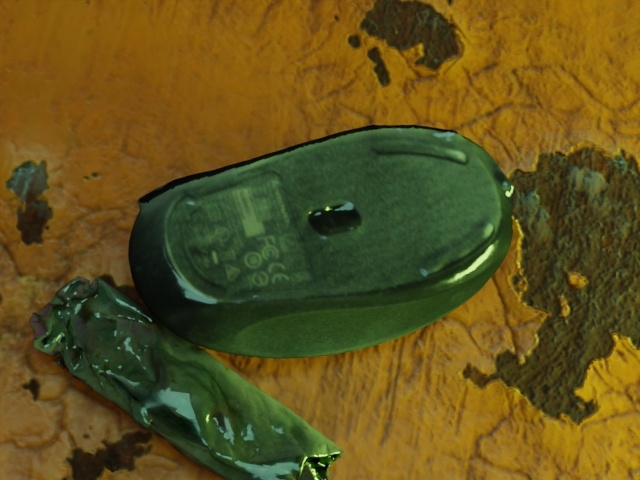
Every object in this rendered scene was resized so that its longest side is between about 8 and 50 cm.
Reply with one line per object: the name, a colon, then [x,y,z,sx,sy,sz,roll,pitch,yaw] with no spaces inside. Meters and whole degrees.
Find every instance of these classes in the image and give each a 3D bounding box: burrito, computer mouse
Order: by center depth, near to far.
burrito: [-0.122,0.142,1.660,0.309,0.066,0.096,33,66,1]
computer mouse: [-0.001,0.000,1.706,0.373,0.114,0.203,-10,69,-20]
